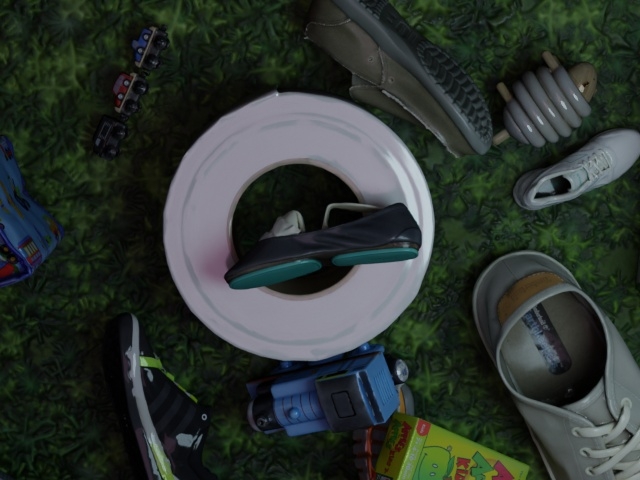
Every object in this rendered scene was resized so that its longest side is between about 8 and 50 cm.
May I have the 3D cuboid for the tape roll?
[{"bbox_3d":[-0.024,-0.020,1.439,0.286,0.100,0.286,0,100,-2],"label":"tape roll"}]

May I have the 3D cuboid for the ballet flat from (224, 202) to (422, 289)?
[{"bbox_3d":[0.000,0.000,1.363,0.203,0.074,0.074,-11,100,6],"label":"ballet flat"}]

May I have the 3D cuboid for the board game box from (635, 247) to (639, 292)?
[{"bbox_3d":[0.374,-0.038,1.438,0.039,0.124,0.259,1,99,-1],"label":"board game box"}]

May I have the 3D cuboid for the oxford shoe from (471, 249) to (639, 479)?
[{"bbox_3d":[0.314,0.211,1.479,0.169,0.130,0.449,-33,101,2],"label":"oxford shoe"}]

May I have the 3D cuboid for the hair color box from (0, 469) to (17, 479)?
[{"bbox_3d":[-0.366,0.349,1.457,0.374,0.113,0.185,34,79,-7],"label":"hair color box"}]

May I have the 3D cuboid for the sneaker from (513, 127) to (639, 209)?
[{"bbox_3d":[0.284,-0.072,1.462,0.152,0.061,0.053,-29,98,1],"label":"sneaker"}]

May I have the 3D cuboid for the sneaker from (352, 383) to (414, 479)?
[{"bbox_3d":[0.092,0.259,1.509,0.083,0.084,0.215,-4,95,-31],"label":"sneaker"}]

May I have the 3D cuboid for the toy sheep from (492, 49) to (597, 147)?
[{"bbox_3d":[0.236,-0.144,1.437,0.132,0.091,0.091,-36,100,18],"label":"toy sheep"}]

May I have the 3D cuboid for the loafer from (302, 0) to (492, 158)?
[{"bbox_3d":[0.080,-0.175,1.431,0.251,0.094,0.087,46,120,0],"label":"loafer"}]

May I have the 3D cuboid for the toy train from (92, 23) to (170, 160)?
[{"bbox_3d":[-0.204,-0.161,1.445,0.036,0.027,0.158,27,98,4],"label":"toy train"}]

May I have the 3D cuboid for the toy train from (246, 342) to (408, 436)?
[{"bbox_3d":[0.002,0.163,1.449,0.184,0.105,0.080,-14,100,26],"label":"toy train"}]

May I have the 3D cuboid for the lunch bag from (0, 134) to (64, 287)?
[{"bbox_3d":[-0.429,0.029,1.368,0.293,0.221,0.138,-29,99,3],"label":"lunch bag"}]

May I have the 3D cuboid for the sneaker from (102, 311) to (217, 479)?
[{"bbox_3d":[-0.171,0.184,1.492,0.097,0.084,0.234,-17,102,-24],"label":"sneaker"}]

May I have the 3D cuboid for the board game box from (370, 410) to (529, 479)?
[{"bbox_3d":[0.141,0.258,1.469,0.181,0.043,0.092,27,77,-35],"label":"board game box"}]
